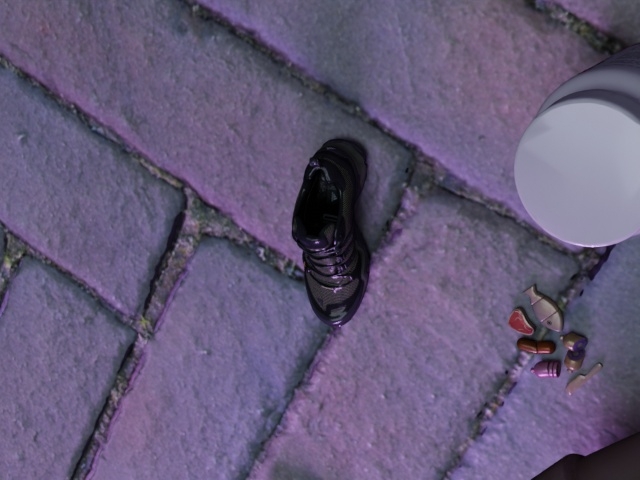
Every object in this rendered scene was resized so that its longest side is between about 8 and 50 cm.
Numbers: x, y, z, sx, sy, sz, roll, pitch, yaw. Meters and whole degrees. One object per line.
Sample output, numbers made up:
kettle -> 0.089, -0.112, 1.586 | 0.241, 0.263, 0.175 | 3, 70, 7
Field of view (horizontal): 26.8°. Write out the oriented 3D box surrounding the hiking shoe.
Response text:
hiking shoe -> 0.000, 0.000, 1.563 | 0.086, 0.114, 0.227 | 7, 108, 26

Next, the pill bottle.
pill bottle -> 0.293, -0.095, 1.282 | 0.160, 0.283, 0.160 | 8, 109, 25

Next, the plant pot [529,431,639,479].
plant pot -> 0.411, 0.297, 1.355 | 0.280, 0.323, 0.323 | -41, 84, 15

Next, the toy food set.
toy food set -> 0.256, 0.117, 1.521 | 0.122, 0.019, 0.078 | 47, 120, 7
